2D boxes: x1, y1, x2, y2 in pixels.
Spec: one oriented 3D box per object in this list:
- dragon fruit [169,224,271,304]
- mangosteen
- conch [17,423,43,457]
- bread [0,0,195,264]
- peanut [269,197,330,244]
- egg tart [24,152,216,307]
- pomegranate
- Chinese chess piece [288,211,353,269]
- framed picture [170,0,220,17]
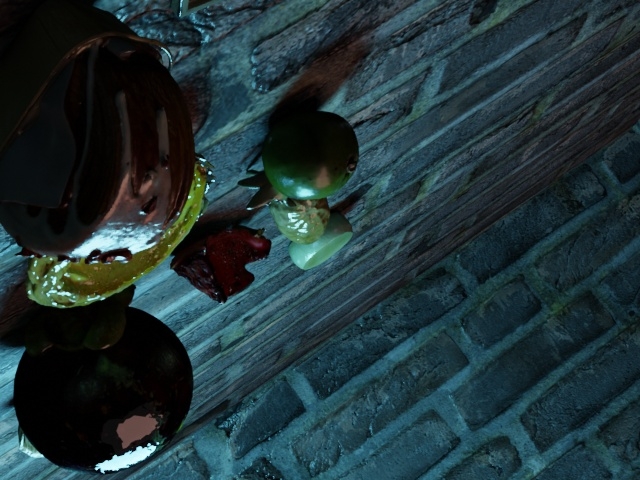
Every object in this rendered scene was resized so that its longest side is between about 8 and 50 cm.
[{"bbox_3d":[-0.142,0.022,1.569,0.192,0.122,0.092,-16,140,-51],"label":"dragon fruit"},{"bbox_3d":[-0.335,0.212,1.431,0.288,0.288,0.288,-35,166,-10],"label":"mangosteen"},{"bbox_3d":[-0.473,0.323,1.692,0.155,0.130,0.207,-40,160,-55],"label":"conch"},{"bbox_3d":[-0.211,-0.088,0.842,0.224,0.212,0.142,-45,160,25],"label":"bread"},{"bbox_3d":[-0.034,-0.048,1.615,0.095,0.108,0.226,-40,169,-8],"label":"peanut"},{"bbox_3d":[-0.259,-0.026,1.176,0.279,0.095,0.279,-39,164,-13],"label":"egg tart"},{"bbox_3d":[-0.033,-0.108,1.382,0.191,0.131,0.152,-36,171,28],"label":"pomegranate"},{"bbox_3d":[0.000,0.000,1.955,0.144,0.058,0.144,-34,167,-9],"label":"Chinese chess piece"},{"bbox_3d":[-0.024,-0.346,0.854,0.232,0.024,0.315,-30,166,-26],"label":"framed picture"}]
